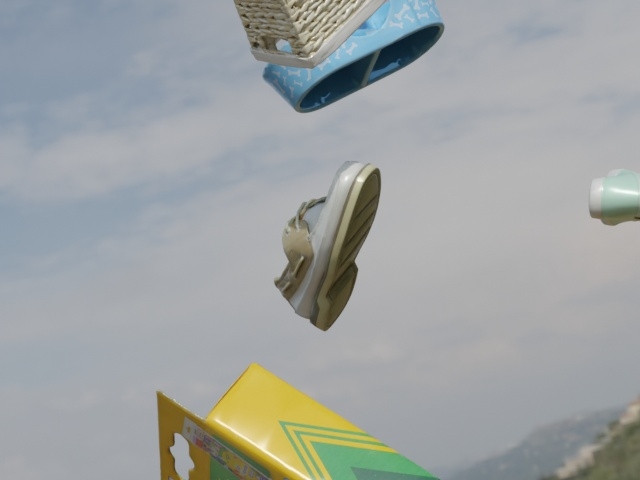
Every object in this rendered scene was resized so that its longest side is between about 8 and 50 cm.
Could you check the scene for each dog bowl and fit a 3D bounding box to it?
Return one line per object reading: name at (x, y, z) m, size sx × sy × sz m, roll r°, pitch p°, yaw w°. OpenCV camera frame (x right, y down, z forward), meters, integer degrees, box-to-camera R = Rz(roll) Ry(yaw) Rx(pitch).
dog bowl at (0.057, -0.284, 2.177) m, size 0.297 × 0.074 × 0.166 m, roll -27°, pitch -13°, yaw -18°

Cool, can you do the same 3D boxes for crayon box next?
crayon box at (0.000, 0.246, 1.361) m, size 0.083 × 0.323 × 0.203 m, roll -49°, pitch -20°, yaw -32°

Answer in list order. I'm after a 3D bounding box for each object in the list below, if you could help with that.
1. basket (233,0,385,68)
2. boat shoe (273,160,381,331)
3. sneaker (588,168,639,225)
basket at (-0.012, -0.299, 1.757) m, size 0.113 × 0.103 × 0.167 m, roll 15°, pitch 52°, yaw 45°
boat shoe at (0.000, 0.000, 1.954) m, size 0.113 × 0.103 × 0.302 m, roll -47°, pitch -18°, yaw -41°
sneaker at (0.528, -0.063, 2.345) m, size 0.151 × 0.094 × 0.256 m, roll 4°, pitch 7°, yaw 21°
